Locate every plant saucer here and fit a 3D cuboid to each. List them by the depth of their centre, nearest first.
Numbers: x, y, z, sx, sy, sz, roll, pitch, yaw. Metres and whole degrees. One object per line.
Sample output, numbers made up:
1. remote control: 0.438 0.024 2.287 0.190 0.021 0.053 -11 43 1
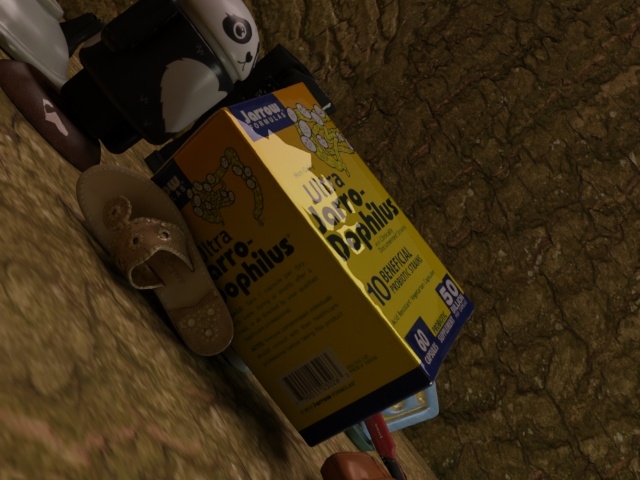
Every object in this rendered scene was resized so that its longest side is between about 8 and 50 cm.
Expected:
1. plant saucer: -0.363 -0.175 0.941 0.198 0.036 0.198 52 -2 2
2. plant saucer: -0.542 -0.438 1.149 0.400 0.101 0.400 51 -2 3
3. plant saucer: 0.066 0.386 1.404 0.119 0.021 0.119 51 -2 2

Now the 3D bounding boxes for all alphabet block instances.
1. alphabet block: 0.146 0.319 1.633 0.197 0.194 0.192 -133 -149 -67

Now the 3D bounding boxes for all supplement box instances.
1. supplement box: -0.017 0.022 0.815 0.356 0.195 0.194 52 33 -1

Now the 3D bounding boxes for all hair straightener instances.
1. hair straightener: 0.150 0.449 1.427 0.230 0.047 0.089 60 -5 10

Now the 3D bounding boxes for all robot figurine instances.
1. robot figurine: -0.216 -0.243 0.960 0.173 0.278 0.209 53 -2 -22

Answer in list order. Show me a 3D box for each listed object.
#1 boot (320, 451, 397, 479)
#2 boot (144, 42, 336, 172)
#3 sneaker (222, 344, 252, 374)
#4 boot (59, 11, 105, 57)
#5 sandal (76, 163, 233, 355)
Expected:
1. boot: 0.113 0.374 0.823 0.220 0.109 0.283 44 1 44
2. boot: -0.143 -0.200 1.667 0.367 0.445 0.146 51 -1 -1
3. sneaker: -0.133 0.063 0.908 0.235 0.095 0.090 50 0 -2
4. boot: -0.554 -0.469 1.528 0.198 0.137 0.077 49 -3 40
5. sandal: -0.165 0.020 0.708 0.240 0.088 0.079 57 -7 -9
